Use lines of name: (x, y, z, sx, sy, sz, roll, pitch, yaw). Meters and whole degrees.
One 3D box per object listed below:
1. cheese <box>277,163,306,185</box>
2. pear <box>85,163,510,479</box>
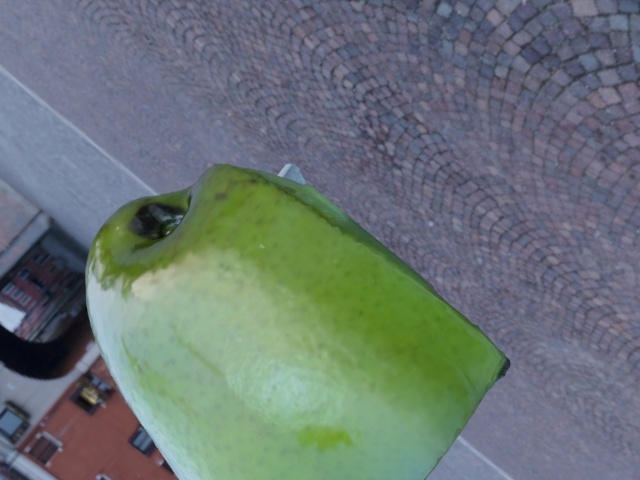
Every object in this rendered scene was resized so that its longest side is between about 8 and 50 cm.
cheese: (0.000, 0.000, 0.770, 0.054, 0.127, 0.252, 18, 153, 33)
pear: (-0.068, 0.088, 0.536, 0.318, 0.238, 0.342, 42, 162, 1)
